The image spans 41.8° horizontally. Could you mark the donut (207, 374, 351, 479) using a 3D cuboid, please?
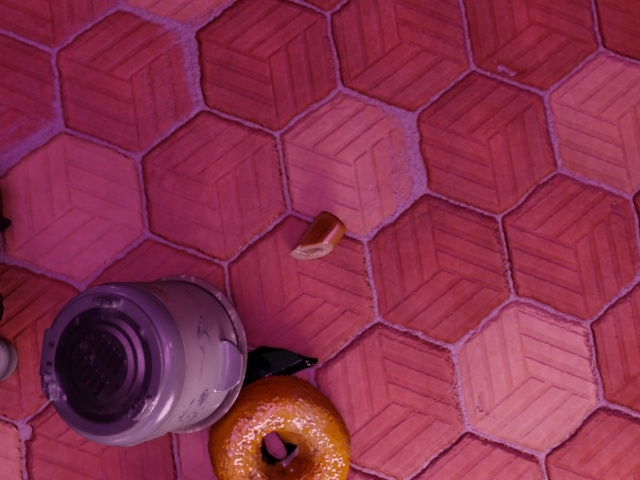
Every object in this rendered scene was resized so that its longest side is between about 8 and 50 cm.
[{"bbox_3d":[-0.064,0.354,1.411,0.254,0.118,0.253,-1,96,-14],"label":"donut"}]

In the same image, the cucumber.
[{"bbox_3d":[-0.115,0.227,1.457,0.220,0.046,0.070,-24,77,-6],"label":"cucumber"}]

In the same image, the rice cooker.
[{"bbox_3d":[-0.270,0.186,1.330,0.317,0.316,0.264,4,89,-3],"label":"rice cooker"}]

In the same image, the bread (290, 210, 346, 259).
[{"bbox_3d":[0.000,0.001,1.489,0.062,0.049,0.103,32,82,29],"label":"bread"}]

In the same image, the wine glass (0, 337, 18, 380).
[{"bbox_3d":[-0.556,0.191,1.350,0.093,0.202,0.092,0,81,-1],"label":"wine glass"}]

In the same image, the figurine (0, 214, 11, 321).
[{"bbox_3d":[-0.603,0.003,1.345,0.218,0.206,0.364,-14,64,-24],"label":"figurine"}]
